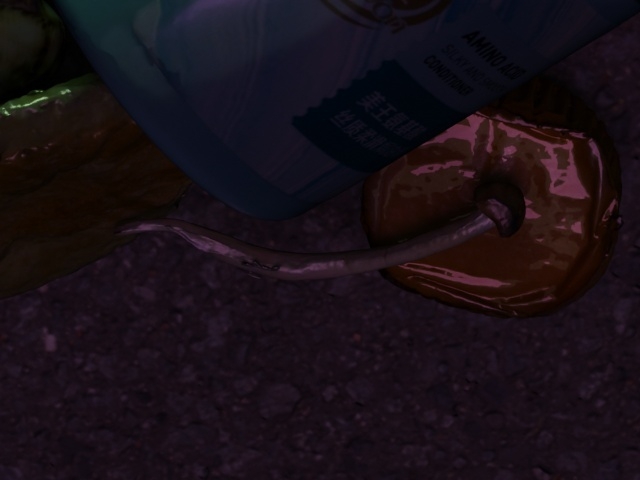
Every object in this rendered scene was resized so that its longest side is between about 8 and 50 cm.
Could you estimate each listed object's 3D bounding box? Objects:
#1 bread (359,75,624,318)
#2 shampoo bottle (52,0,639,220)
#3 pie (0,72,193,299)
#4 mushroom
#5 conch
[{"bbox_3d":[0.130,-0.038,1.499,0.199,0.104,0.199,5,119,9],"label":"bread"},{"bbox_3d":[0.025,-0.229,1.277,0.343,0.331,0.331,-31,113,17],"label":"shampoo bottle"},{"bbox_3d":[-0.210,-0.039,1.443,0.306,0.071,0.306,-23,159,-9],"label":"pie"},{"bbox_3d":[0.001,-0.001,1.462,0.306,0.043,0.068,-7,105,15],"label":"mushroom"},{"bbox_3d":[-0.251,-0.179,1.402,0.124,0.181,0.187,-20,163,-20],"label":"conch"}]
